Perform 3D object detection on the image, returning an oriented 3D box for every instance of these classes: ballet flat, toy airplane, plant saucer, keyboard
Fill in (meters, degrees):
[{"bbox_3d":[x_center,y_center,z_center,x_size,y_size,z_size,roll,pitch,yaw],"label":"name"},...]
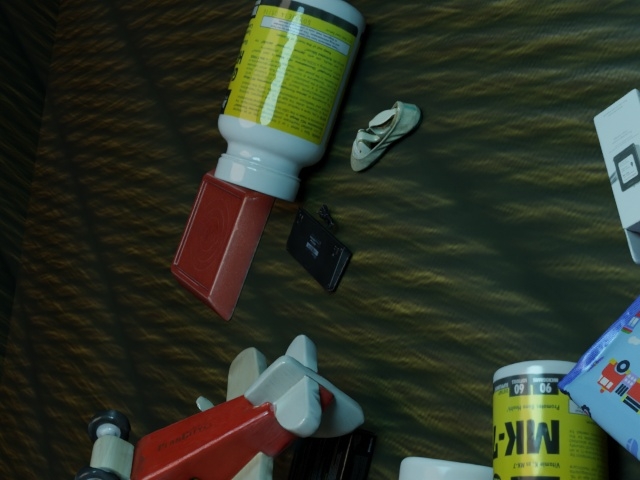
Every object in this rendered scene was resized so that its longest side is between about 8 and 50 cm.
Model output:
[{"bbox_3d":[0.086,-0.164,1.546,0.168,0.052,0.057,-39,45,42],"label":"ballet flat"},{"bbox_3d":[-0.108,0.310,1.375,0.384,0.272,0.386,2,40,48],"label":"toy airplane"},{"bbox_3d":[-0.198,-0.007,1.914,0.258,0.048,0.259,27,99,58],"label":"plant saucer"},{"bbox_3d":[0.000,0.000,1.628,0.180,0.023,0.108,43,117,55],"label":"keyboard"}]

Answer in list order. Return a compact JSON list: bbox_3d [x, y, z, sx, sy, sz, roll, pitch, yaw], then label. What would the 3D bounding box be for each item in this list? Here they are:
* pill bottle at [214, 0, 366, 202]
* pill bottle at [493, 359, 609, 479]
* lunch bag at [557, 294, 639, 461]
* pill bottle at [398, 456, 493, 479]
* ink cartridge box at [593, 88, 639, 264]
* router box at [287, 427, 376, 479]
[{"bbox_3d":[-0.060,-0.241,1.679,0.188,0.188,0.334,19,91,58],"label":"pill bottle"},{"bbox_3d":[0.239,0.239,1.048,0.119,0.119,0.208,-25,55,50],"label":"pill bottle"},{"bbox_3d":[0.393,0.089,0.895,0.293,0.138,0.221,-57,31,7],"label":"lunch bag"},{"bbox_3d":[0.140,0.365,1.124,0.131,0.131,0.229,-11,66,55],"label":"pill bottle"},{"bbox_3d":[0.352,-0.054,1.031,0.060,0.104,0.180,-38,46,41],"label":"ink cartridge box"},{"bbox_3d":[0.005,0.343,1.424,0.133,0.046,0.178,5,79,58],"label":"router box"}]
